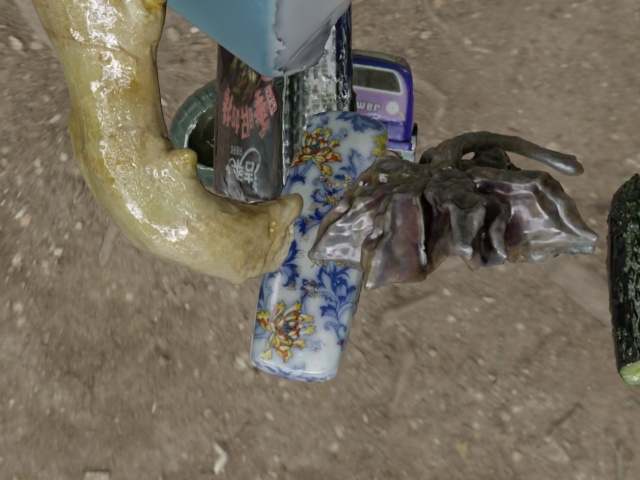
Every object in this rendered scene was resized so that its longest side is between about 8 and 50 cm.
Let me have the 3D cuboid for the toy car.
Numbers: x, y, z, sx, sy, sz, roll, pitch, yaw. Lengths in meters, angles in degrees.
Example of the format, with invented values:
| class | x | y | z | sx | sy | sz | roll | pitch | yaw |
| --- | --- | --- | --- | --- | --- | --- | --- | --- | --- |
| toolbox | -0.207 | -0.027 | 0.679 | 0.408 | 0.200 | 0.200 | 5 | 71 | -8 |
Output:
| class | x | y | z | sx | sy | sz | roll | pitch | yaw |
| --- | --- | --- | --- | --- | --- | --- | --- | --- | --- |
| toy car | 0.072 | -0.214 | 1.470 | 0.172 | 0.235 | 0.157 | 9 | 105 | 2 |

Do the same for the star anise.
| class | x | y | z | sx | sy | sz | roll | pitch | yaw |
| --- | --- | --- | --- | --- | --- | --- | --- | --- | --- |
| star anise | 0.103 | -0.029 | 0.698 | 0.209 | 0.231 | 0.089 | 5 | 118 | 26 |

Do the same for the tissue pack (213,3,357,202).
| class | x | y | z | sx | sy | sz | roll | pitch | yaw |
| --- | --- | --- | --- | --- | --- | --- | --- | --- | --- |
| tissue pack | -0.052 | -0.207 | 1.205 | 0.123 | 0.245 | 0.332 | -3 | 99 | -27 |

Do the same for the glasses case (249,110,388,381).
| class | x | y | z | sx | sy | sz | roll | pitch | yaw |
| --- | --- | --- | --- | --- | --- | --- | --- | --- | --- |
| glasses case | 0.000 | 0.000 | 0.823 | 0.087 | 0.065 | 0.247 | 9 | 69 | 8 |

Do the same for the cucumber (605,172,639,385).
| class | x | y | z | sx | sy | sz | roll | pitch | yaw |
| --- | --- | --- | --- | --- | --- | --- | --- | --- | --- |
| cucumber | 0.411 | 0.041 | 1.245 | 0.072 | 0.072 | 0.300 | 13 | 60 | -14 |

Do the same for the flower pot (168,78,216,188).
| class | x | y | z | sx | sy | sz | roll | pitch | yaw |
| --- | --- | --- | --- | --- | --- | --- | --- | --- | --- |
| flower pot | -0.142 | -0.188 | 1.625 | 0.243 | 0.157 | 0.189 | -24 | 95 | -7 |

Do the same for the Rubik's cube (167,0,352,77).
| class | x | y | z | sx | sy | sz | roll | pitch | yaw |
| --- | --- | --- | --- | --- | --- | --- | --- | --- | --- |
| Rubik's cube | -0.041 | -0.345 | 0.382 | 0.344 | 0.346 | 0.347 | 37 | 72 | 7 |

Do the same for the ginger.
| class | x | y | z | sx | sy | sz | roll | pitch | yaw |
| --- | --- | --- | --- | --- | --- | --- | --- | --- | --- |
| ginger | -0.091 | -0.095 | 0.373 | 0.288 | 0.089 | 0.075 | 59 | 43 | -18 |
